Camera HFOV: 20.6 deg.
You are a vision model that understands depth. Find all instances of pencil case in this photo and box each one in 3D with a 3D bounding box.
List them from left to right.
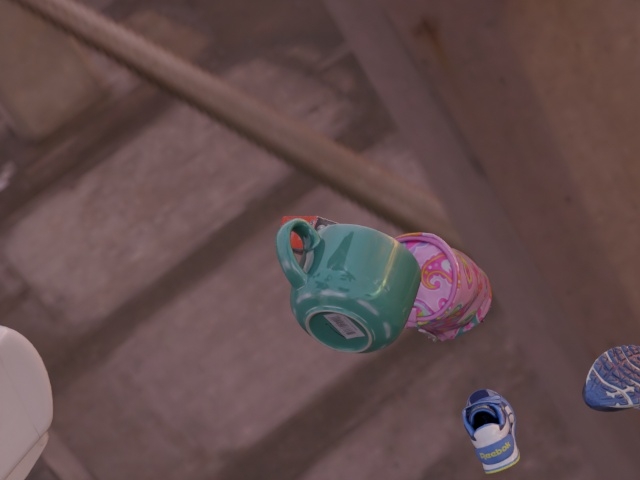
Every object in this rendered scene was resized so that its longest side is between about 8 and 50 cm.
[{"bbox_3d":[0.141,0.063,2.221,0.124,0.124,0.284,-29,-13,7],"label":"pencil case"}]

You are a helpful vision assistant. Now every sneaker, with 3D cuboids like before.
[{"bbox_3d":[0.183,0.195,1.928,0.053,0.059,0.144,-27,23,6],"label":"sneaker"},{"bbox_3d":[0.246,0.111,1.374,0.135,0.058,0.052,-20,59,-44],"label":"sneaker"}]

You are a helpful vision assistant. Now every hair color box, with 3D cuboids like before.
[{"bbox_3d":[0.000,0.000,2.141,0.141,0.072,0.043,179,108,-73],"label":"hair color box"}]

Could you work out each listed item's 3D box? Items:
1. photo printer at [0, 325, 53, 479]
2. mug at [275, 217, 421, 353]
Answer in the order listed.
[{"bbox_3d":[-0.323,0.119,0.878,0.308,0.107,0.256,9,44,33],"label":"photo printer"},{"bbox_3d":[0.020,0.056,1.878,0.158,0.129,0.097,16,55,7],"label":"mug"}]
